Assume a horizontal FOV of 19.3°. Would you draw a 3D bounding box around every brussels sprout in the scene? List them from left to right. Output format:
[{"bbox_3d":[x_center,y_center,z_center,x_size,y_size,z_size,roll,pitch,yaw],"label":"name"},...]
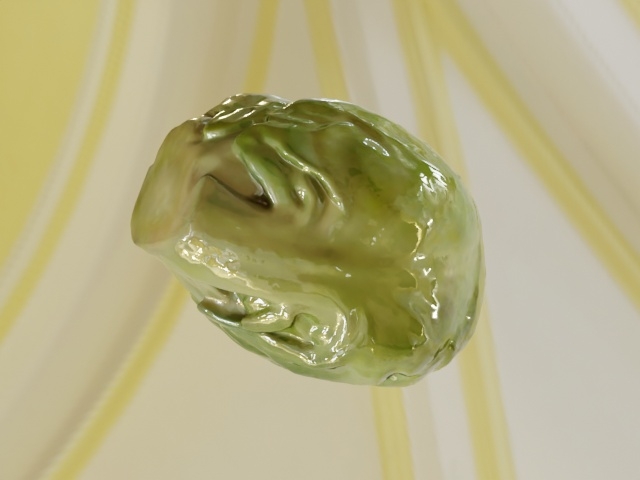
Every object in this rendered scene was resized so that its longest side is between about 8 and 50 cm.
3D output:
[{"bbox_3d":[0.000,0.000,1.147,0.223,0.223,0.161,30,-95,37],"label":"brussels sprout"}]
